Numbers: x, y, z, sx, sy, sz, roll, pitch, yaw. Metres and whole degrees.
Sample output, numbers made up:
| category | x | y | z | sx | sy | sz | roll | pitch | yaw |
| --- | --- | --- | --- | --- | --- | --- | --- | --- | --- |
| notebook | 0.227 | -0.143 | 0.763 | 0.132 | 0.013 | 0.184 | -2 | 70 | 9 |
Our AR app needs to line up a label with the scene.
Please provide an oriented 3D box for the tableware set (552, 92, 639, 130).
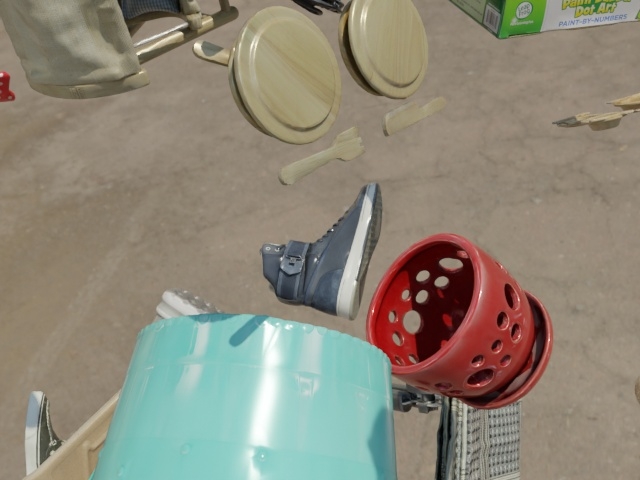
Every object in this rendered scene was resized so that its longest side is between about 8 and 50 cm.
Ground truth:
| category | x | y | z | sx | sy | sz | roll | pitch | yaw |
| --- | --- | --- | --- | --- | --- | --- | --- | --- | --- |
| tableware set | 0.391 | -0.168 | 0.946 | 0.141 | 0.020 | 0.168 | -15 | 13 | -1 |

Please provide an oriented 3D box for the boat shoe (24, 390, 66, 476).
| category | x | y | z | sx | sy | sz | roll | pitch | yaw |
| --- | --- | --- | --- | --- | --- | --- | --- | --- | --- |
| boat shoe | -0.443 | 0.355 | 1.198 | 0.070 | 0.219 | 0.078 | -3 | -2 | -16 |

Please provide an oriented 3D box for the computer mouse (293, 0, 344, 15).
| category | x | y | z | sx | sy | sz | roll | pitch | yaw |
| --- | --- | --- | --- | --- | --- | --- | --- | --- | --- |
| computer mouse | -0.089 | -0.372 | 0.928 | 0.072 | 0.189 | 0.272 | -49 | 41 | 28 |

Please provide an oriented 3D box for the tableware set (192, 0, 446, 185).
| category | x | y | z | sx | sy | sz | roll | pitch | yaw |
| --- | --- | --- | --- | --- | --- | --- | --- | --- | --- |
| tableware set | 0.007 | -0.123 | 0.505 | 0.039 | 0.128 | 0.194 | -6 | 18 | 46 |

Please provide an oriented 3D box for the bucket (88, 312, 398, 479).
| category | x | y | z | sx | sy | sz | roll | pitch | yaw |
| --- | --- | --- | --- | --- | --- | --- | --- | --- | --- |
| bucket | -0.060 | 0.190 | 0.650 | 0.281 | 0.281 | 0.183 | -2 | 63 | 17 |

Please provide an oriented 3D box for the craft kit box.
| category | x | y | z | sx | sy | sz | roll | pitch | yaw |
| --- | --- | --- | --- | --- | --- | --- | --- | --- | --- |
| craft kit box | 0.268 | -0.325 | 0.884 | 0.247 | 0.060 | 0.249 | -9 | 39 | -17 |

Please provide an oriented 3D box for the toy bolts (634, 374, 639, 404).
| category | x | y | z | sx | sy | sz | roll | pitch | yaw |
| --- | --- | --- | --- | --- | --- | --- | --- | --- | --- |
| toy bolts | 0.470 | 0.234 | 0.844 | 0.218 | 0.228 | 0.158 | -45 | 7 | -34 |

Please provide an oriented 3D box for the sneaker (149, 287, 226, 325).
| category | x | y | z | sx | sy | sz | roll | pitch | yaw |
| --- | --- | --- | --- | --- | --- | --- | --- | --- | --- |
| sneaker | -0.105 | 0.179 | 0.943 | 0.281 | 0.115 | 0.105 | 35 | 5 | 4 |

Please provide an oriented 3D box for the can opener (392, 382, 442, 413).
| category | x | y | z | sx | sy | sz | roll | pitch | yaw |
| --- | --- | --- | --- | --- | --- | --- | --- | --- | --- |
| can opener | 0.185 | 0.318 | 1.581 | 0.076 | 0.095 | 0.283 | -8 | 0 | -33 |

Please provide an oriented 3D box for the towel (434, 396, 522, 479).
| category | x | y | z | sx | sy | sz | roll | pitch | yaw |
| --- | --- | --- | --- | --- | --- | --- | --- | --- | --- |
| towel | 0.289 | 0.344 | 1.271 | 0.056 | 0.311 | 0.324 | 0 | -10 | 36 |

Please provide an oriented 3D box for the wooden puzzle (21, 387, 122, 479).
| category | x | y | z | sx | sy | sz | roll | pitch | yaw |
| --- | --- | --- | --- | --- | --- | --- | --- | --- | --- |
| wooden puzzle | -0.277 | 0.370 | 1.222 | 0.348 | 0.322 | 0.081 | -42 | 33 | -25 |

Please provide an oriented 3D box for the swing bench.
| category | x | y | z | sx | sy | sz | roll | pitch | yaw |
| --- | --- | --- | --- | --- | --- | --- | --- | --- | --- |
| swing bench | -0.256 | -0.332 | 0.862 | 0.165 | 0.253 | 0.254 | 20 | 52 | 29 |

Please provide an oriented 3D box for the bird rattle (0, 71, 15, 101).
| category | x | y | z | sx | sy | sz | roll | pitch | yaw |
| --- | --- | --- | --- | --- | --- | --- | --- | --- | --- |
| bird rattle | -0.675 | -0.285 | 1.300 | 0.254 | 0.143 | 0.207 | 5 | 7 | -18 |

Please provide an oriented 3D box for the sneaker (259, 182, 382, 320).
| category | x | y | z | sx | sy | sz | roll | pitch | yaw |
| --- | --- | --- | --- | --- | --- | --- | --- | --- | --- |
| sneaker | -0.001 | 0.000 | 1.098 | 0.164 | 0.086 | 0.226 | 9 | 61 | 18 |

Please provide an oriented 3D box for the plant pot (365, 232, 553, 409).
| category | x | y | z | sx | sy | sz | roll | pitch | yaw |
| --- | --- | --- | --- | --- | --- | --- | --- | --- | --- |
| plant pot | 0.180 | 0.109 | 0.926 | 0.191 | 0.174 | 0.191 | -34 | 40 | 34 |
